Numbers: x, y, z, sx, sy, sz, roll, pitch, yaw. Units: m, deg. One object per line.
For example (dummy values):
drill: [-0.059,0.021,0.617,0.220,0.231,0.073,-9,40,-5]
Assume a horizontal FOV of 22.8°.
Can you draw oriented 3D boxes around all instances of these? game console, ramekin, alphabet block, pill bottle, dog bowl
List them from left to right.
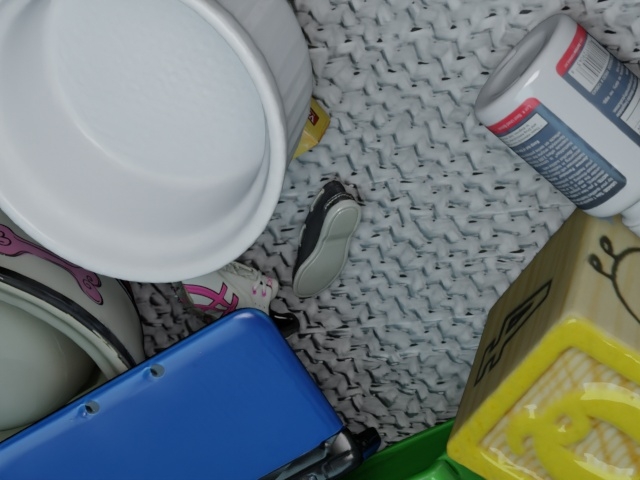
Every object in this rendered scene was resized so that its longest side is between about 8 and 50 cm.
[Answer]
dog bowl: [-0.349,0.105,1.483,0.408,0.150,0.408,2,136,2]
ramekin: [-0.140,-0.117,1.260,0.277,0.135,0.277,9,124,14]
game console: [-0.118,0.195,1.462,0.293,0.250,0.173,-29,84,8]
pill bottle: [0.219,-0.082,1.243,0.180,0.108,0.108,40,126,-11]
alphabet block: [0.243,0.108,1.312,0.192,0.197,0.193,30,127,-4]

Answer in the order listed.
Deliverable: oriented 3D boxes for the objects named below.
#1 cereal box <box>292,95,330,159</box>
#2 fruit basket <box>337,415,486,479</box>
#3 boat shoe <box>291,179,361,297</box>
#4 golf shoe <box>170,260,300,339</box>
cereal box: [-0.135,-0.103,1.384,0.240,0.047,0.173,-29,111,33]
fruit basket: [0.123,0.377,1.521,0.392,0.283,0.392,9,112,24]
boat shoe: [0.000,0.000,1.418,0.046,0.038,0.125,-8,140,-27]
golf shoe: [-0.086,0.041,1.447,0.086,0.067,0.186,-28,136,6]
